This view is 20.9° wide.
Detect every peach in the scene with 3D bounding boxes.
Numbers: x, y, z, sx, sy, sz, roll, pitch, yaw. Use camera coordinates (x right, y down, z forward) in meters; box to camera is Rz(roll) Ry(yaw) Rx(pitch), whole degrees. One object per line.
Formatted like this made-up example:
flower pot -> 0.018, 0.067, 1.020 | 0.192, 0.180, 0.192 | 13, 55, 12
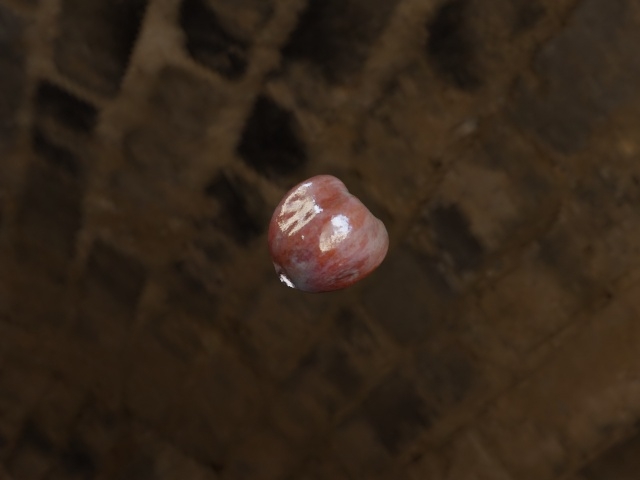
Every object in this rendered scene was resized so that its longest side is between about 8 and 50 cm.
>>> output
peach -> 0.000, 0.000, 2.232 | 0.152, 0.152, 0.152 | 45, -26, 29
